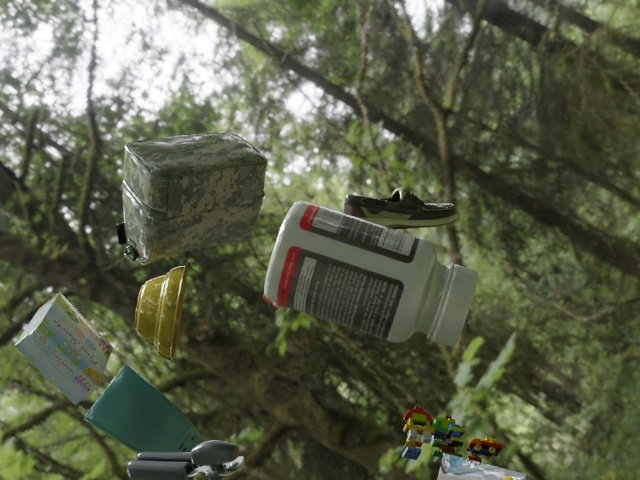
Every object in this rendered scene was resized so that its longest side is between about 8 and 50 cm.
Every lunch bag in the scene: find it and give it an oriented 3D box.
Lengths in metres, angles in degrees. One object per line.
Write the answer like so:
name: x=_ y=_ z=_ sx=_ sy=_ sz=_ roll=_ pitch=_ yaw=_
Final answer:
lunch bag: x=-0.289 y=-0.087 z=1.933 sx=0.305 sy=0.212 sz=0.256 roll=-13 pitch=-57 yaw=-33

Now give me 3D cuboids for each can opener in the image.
can opener: x=-0.295 y=0.470 z=1.876 sx=0.076 sy=0.283 sz=0.095 roll=-38 pitch=-61 yaw=-61

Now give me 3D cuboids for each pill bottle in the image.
pill bottle: x=0.084 y=0.062 z=1.408 sx=0.176 sy=0.318 sz=0.176 roll=18 pitch=-90 yaw=-84

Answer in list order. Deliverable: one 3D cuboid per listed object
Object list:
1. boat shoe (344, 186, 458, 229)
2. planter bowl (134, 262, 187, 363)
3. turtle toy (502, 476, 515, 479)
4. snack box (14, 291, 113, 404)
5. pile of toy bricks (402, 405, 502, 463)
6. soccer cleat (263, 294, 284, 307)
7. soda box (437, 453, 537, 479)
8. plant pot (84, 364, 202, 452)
boat shoe: x=0.147 y=-0.059 z=1.568 sx=0.080 sy=0.223 sz=0.073 roll=-160 pitch=66 yaw=-71
planter bowl: x=-0.344 y=0.150 z=1.849 sx=0.217 sy=0.090 sz=0.217 roll=-172 pitch=90 yaw=-84
turtle toy: x=0.351 y=0.461 z=1.461 sx=0.066 sy=0.130 sz=0.095 roll=-48 pitch=-55 yaw=-23
snack box: x=-0.524 y=0.220 z=1.795 sx=0.070 sy=0.174 sz=0.207 roll=-38 pitch=16 yaw=8
pile of toy bricks: x=0.267 y=0.415 z=1.841 sx=0.105 sy=0.212 sz=0.118 roll=-87 pitch=13 yaw=-48
soccer cleat: x=-0.077 y=0.141 z=2.166 sx=0.095 sy=0.083 sz=0.248 roll=-43 pitch=17 yaw=-7
soda box: x=0.323 y=0.468 z=1.687 sx=0.058 sy=0.183 sz=0.063 roll=35 pitch=-113 yaw=-49
plant pot: x=-0.425 y=0.459 z=2.159 sx=0.166 sy=0.234 sz=0.165 roll=-53 pitch=-23 yaw=-16
